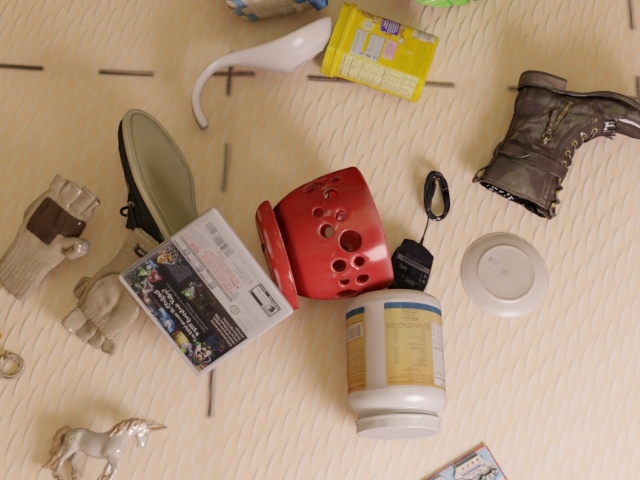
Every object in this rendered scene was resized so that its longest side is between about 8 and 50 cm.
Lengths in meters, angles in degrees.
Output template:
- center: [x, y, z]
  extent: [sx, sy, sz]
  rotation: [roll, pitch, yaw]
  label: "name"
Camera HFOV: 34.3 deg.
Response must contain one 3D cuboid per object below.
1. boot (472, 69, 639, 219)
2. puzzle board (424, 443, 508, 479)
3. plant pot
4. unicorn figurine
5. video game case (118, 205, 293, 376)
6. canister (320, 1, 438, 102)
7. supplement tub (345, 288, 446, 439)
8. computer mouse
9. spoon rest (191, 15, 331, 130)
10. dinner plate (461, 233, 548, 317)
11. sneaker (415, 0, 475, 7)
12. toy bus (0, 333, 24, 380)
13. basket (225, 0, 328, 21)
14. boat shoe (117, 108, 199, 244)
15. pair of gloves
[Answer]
- center: [0.399, -0.140, 1.699]
  extent: [0.263, 0.091, 0.229]
  rotation: [18, 76, 5]
  label: "boot"
- center: [0.218, 0.374, 1.537]
  extent: [0.128, 0.011, 0.096]
  rotation: [-28, 76, -14]
  label: "puzzle board"
- center: [0.000, 0.000, 1.551]
  extent: [0.174, 0.191, 0.191]
  rotation: [-15, 73, -4]
  label: "plant pot"
- center: [-0.312, 0.300, 1.485]
  extent: [0.162, 0.060, 0.111]
  rotation: [12, 71, -2]
  label: "unicorn figurine"
- center: [-0.163, 0.075, 1.482]
  extent: [0.173, 0.022, 0.190]
  rotation: [-35, 101, 8]
  label: "video game case"
- center: [0.099, -0.310, 1.725]
  extent: [0.170, 0.073, 0.126]
  rotation: [19, 71, 0]
  label: "canister"
- center: [0.110, 0.183, 1.521]
  extent: [0.144, 0.144, 0.200]
  rotation: [1, 72, -5]
  label: "supplement tub"
- center: [0.154, -0.004, 1.648]
  extent: [0.071, 0.041, 0.242]
  rotation: [30, 62, -17]
  label: "computer mouse"
- center: [-0.099, -0.287, 1.675]
  extent: [0.276, 0.137, 0.084]
  rotation: [-35, 95, -8]
  label: "spoon rest"
- center: [0.294, 0.054, 1.651]
  extent: [0.141, 0.017, 0.141]
  rotation: [2, 70, -4]
  label: "dinner plate"
- center: [0.279, -0.584, 1.804]
  extent: [0.202, 0.185, 0.483]
  rotation: [34, 67, 25]
  label: "sneaker"
- center: [-0.549, 0.118, 1.500]
  extent: [0.202, 0.104, 0.191]
  rotation: [-12, 73, -9]
  label: "toy bus"
- center: [-0.042, -0.506, 1.692]
  extent: [0.289, 0.201, 0.255]
  rotation: [-19, 72, 21]
  label: "basket"
- center: [-0.246, -0.031, 1.581]
  extent: [0.127, 0.113, 0.340]
  rotation: [-18, 79, -57]
  label: "boat shoe"
- center: [-0.354, 0.034, 1.544]
  extent: [0.240, 0.042, 0.204]
  rotation: [35, 103, 11]
  label: "pair of gloves"
